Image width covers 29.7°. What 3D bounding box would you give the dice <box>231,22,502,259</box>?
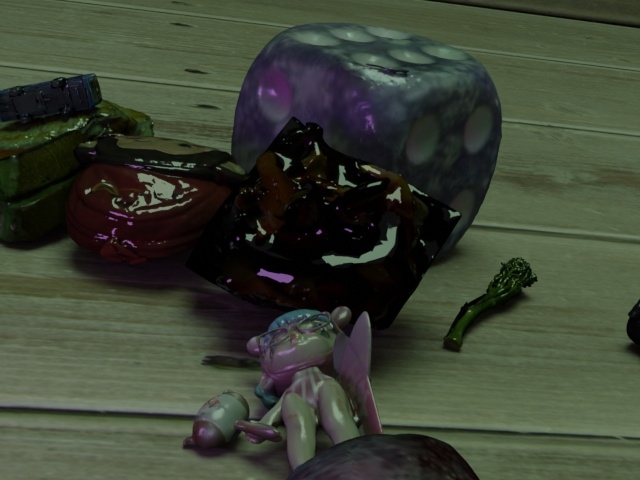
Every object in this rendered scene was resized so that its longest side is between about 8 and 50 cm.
[{"bbox_3d":[0.060,-0.131,1.611,0.270,0.271,0.270,26,27,36],"label":"dice"}]

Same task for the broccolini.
[{"bbox_3d":[0.206,0.076,1.475,0.054,0.051,0.239,28,29,18],"label":"broccolini"}]

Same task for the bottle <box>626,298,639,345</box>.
[{"bbox_3d":[0.459,0.140,1.389,0.244,0.072,0.082,35,-3,45],"label":"bottle"}]

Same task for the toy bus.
[{"bbox_3d":[-0.369,-0.194,1.639,0.153,0.051,0.061,-7,19,22],"label":"toy bus"}]

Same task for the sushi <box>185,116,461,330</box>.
[{"bbox_3d":[0.001,0.001,1.318,0.227,0.215,0.212,33,2,3],"label":"sushi"}]

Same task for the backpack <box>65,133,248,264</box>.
[{"bbox_3d":[-0.207,-0.044,1.459,0.229,0.139,0.229,3,24,-1],"label":"backpack"}]

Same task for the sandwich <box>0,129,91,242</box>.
[{"bbox_3d":[-0.386,-0.069,1.517,0.160,0.109,0.185,-2,17,26],"label":"sandwich"}]

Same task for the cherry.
[{"bbox_3d":[0.044,0.230,0.854,0.195,0.195,0.195,8,22,-3],"label":"cherry"}]

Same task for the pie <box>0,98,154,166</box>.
[{"bbox_3d":[-0.372,-0.151,1.709,0.257,0.105,0.274,2,21,4],"label":"pie"}]

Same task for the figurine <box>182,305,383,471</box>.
[{"bbox_3d":[-0.023,0.161,1.127,0.205,0.103,0.260,-27,26,5],"label":"figurine"}]
